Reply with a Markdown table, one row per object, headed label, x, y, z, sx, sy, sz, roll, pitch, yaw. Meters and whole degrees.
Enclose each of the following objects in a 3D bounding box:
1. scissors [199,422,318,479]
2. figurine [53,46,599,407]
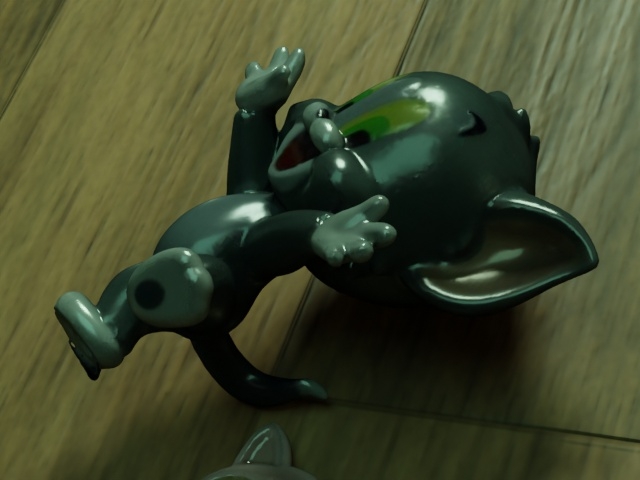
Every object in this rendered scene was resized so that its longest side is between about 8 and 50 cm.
| label | x | y | z | sx | sy | sz | roll | pitch | yaw |
| --- | --- | --- | --- | --- | --- | --- | --- | --- | --- |
| scissors | -0.084 | 0.223 | 0.892 | 0.160 | 0.024 | 0.317 | 26 | 64 | 33 |
| figurine | -0.001 | 0.005 | 0.969 | 0.265 | 0.140 | 0.193 | -41 | 26 | 1 |
